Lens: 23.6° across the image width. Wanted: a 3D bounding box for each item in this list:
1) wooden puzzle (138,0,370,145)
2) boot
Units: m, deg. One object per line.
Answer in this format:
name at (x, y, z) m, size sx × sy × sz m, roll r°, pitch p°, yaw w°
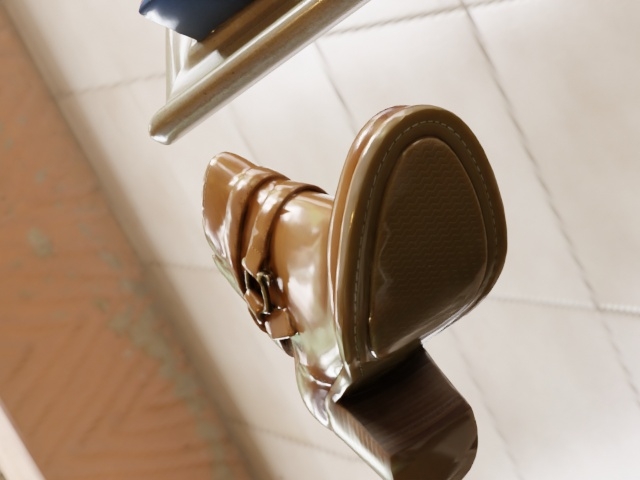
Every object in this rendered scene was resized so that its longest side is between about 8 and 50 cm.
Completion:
wooden puzzle at (-0.001, -0.261, 0.818) m, size 0.322 × 0.080 × 0.347 m, roll -31°, pitch 47°, yaw 41°
boot at (0.000, 0.000, 0.618) m, size 0.152 × 0.073 × 0.197 m, roll 46°, pitch 149°, yaw 40°
